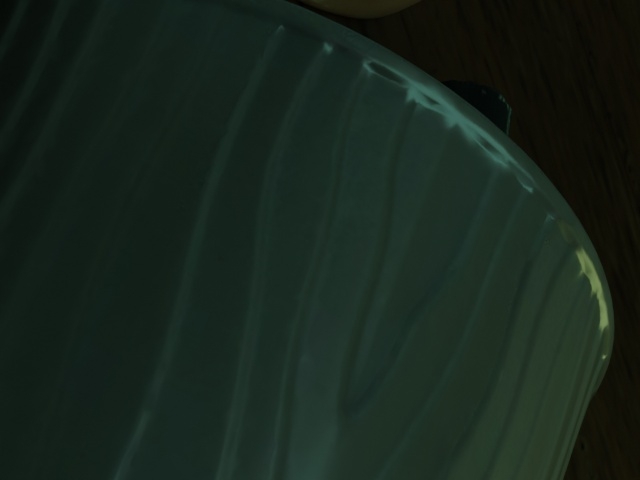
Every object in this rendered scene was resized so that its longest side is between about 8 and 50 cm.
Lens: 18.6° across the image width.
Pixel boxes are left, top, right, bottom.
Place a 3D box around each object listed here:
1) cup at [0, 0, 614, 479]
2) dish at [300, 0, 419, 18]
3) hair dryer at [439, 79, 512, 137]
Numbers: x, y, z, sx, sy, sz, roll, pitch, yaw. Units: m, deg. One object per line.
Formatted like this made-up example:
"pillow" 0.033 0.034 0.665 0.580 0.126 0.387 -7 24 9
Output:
"cup" -0.076 0.072 0.489 0.288 0.208 0.273 50 49 -37
"dish" 0.029 -0.197 0.775 0.213 0.090 0.213 13 74 -51
"hair dryer" -0.001 -0.015 0.743 0.195 0.050 0.173 36 53 -40
